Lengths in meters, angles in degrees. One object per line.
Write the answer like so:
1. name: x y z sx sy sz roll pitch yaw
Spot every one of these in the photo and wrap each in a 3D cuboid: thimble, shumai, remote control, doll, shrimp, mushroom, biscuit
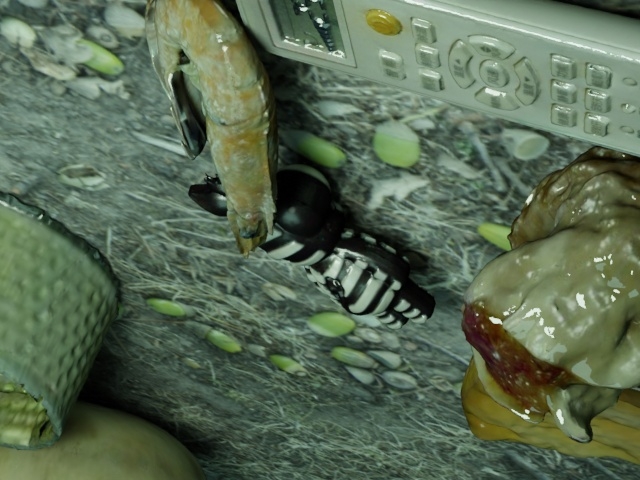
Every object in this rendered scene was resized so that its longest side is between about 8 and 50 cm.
1. thimble: -0.336 0.072 1.411 0.270 0.150 0.271 16 151 9
2. shumai: 0.209 0.050 0.982 0.218 0.185 0.184 1 146 31
3. remote control: 0.097 -0.124 0.902 0.313 0.055 0.109 17 159 16
4. doll: 0.000 0.000 1.159 0.219 0.067 0.091 35 152 -26
5. shrimp: -0.074 -0.083 1.033 0.126 0.047 0.223 34 146 38
6. mushroom: -0.306 0.298 1.606 0.353 0.353 0.325 14 142 11
7. biscuit: 0.251 0.123 1.183 0.274 0.091 0.213 16 154 12
